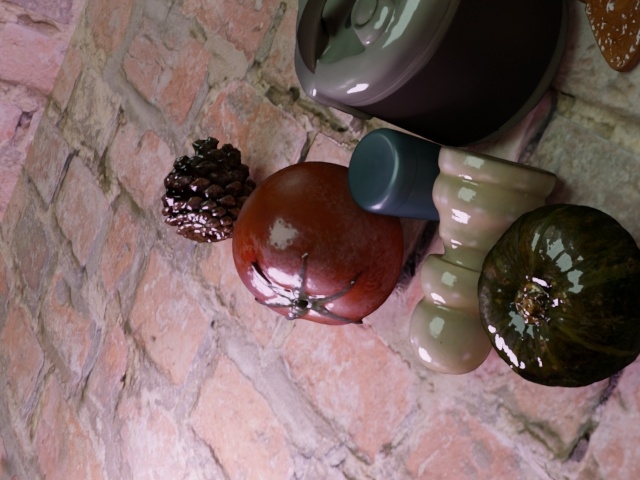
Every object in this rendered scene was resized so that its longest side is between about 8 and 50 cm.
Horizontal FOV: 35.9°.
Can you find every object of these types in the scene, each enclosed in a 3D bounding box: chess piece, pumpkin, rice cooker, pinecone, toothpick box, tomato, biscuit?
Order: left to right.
[{"bbox_3d":[-0.217,-0.096,1.908,0.179,0.184,0.204,-10,75,10],"label":"pinecone"},{"bbox_3d":[0.000,0.000,1.521,0.265,0.265,0.265,-26,57,47],"label":"tomato"},{"bbox_3d":[0.141,-0.087,1.421,0.120,0.184,0.120,-16,69,50],"label":"toothpick box"},{"bbox_3d":[0.138,-0.313,1.388,0.335,0.325,0.335,-25,58,47],"label":"rice cooker"},{"bbox_3d":[0.198,0.032,1.329,0.167,0.167,0.300,28,105,55],"label":"chess piece"},{"bbox_3d":[0.292,0.066,1.175,0.223,0.157,0.224,2,93,46],"label":"pumpkin"},{"bbox_3d":[0.396,-0.357,1.274,0.183,0.043,0.280,-5,87,54],"label":"biscuit"}]
